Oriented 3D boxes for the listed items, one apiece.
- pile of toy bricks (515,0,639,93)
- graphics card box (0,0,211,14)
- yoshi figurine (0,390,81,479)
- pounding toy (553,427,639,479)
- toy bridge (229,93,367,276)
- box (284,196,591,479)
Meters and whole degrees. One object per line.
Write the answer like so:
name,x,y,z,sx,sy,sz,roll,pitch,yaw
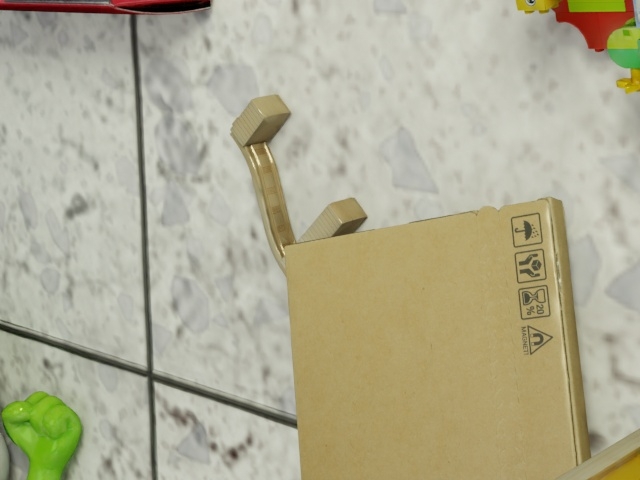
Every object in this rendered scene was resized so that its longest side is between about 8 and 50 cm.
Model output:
pile of toy bricks,0.165,-0.096,0.568,0.212,0.118,0.105,8,121,43
graphics card box,-0.183,-0.328,0.832,0.232,0.094,0.371,11,107,41
yoshi figurine,-0.256,0.208,0.989,0.362,0.203,0.203,49,113,24
pounding toy,0.194,0.149,0.554,0.206,0.181,0.094,11,108,40
toy bridge,0.000,0.000,0.798,0.188,0.026,0.063,55,131,17
box,0.059,0.089,0.713,0.164,0.021,0.201,-10,79,30
